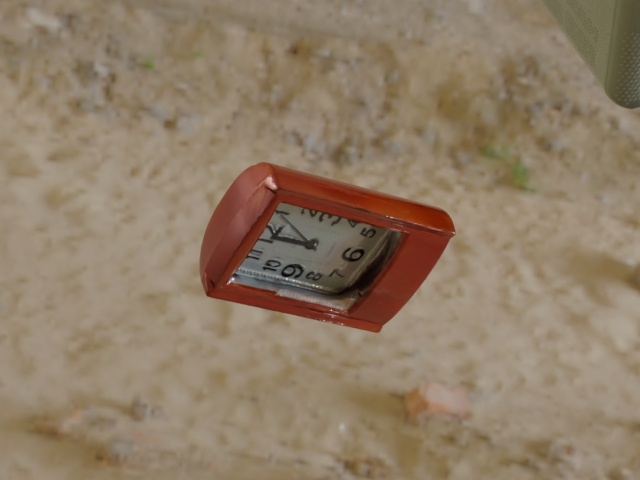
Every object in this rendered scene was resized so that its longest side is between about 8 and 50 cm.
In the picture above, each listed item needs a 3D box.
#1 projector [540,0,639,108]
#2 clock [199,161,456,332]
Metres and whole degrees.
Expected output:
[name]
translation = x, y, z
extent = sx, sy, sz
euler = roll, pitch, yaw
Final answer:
[projector]
translation = 0.273, -0.256, 1.245
extent = 0.163, 0.242, 0.177
euler = -17, 50, -12
[clock]
translation = 0.000, 0.000, 1.090
extent = 0.155, 0.113, 0.061
euler = 13, 40, -31
